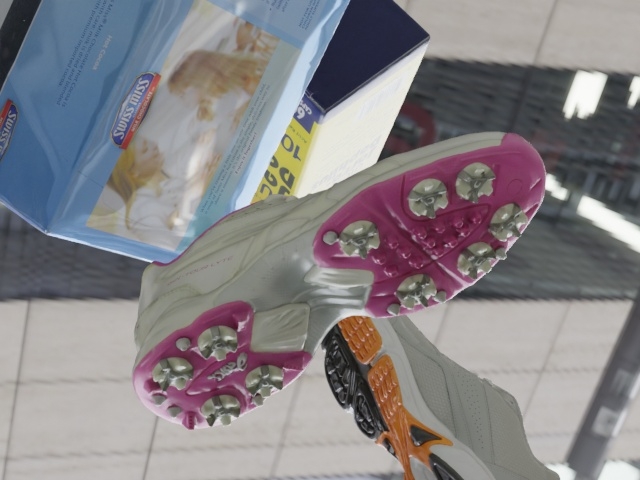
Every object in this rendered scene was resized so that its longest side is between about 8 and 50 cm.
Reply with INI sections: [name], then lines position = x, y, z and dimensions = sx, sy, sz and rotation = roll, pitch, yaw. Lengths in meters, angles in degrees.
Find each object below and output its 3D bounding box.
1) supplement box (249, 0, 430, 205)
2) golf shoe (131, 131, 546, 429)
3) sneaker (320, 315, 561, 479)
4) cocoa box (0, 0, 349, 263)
[supplement box]
position = -0.029, -0.176, 1.713
dimensions = 0.195, 0.356, 0.194
rotation = -38, -105, -28
[golf shoe]
position = 0.000, 0.000, 0.885
dimensions = 0.306, 0.115, 0.140
rotation = -29, -142, 4
[sneaker]
position = 0.101, 0.138, 1.125
dimensions = 0.121, 0.099, 0.262
rotation = -18, -112, -36
[cocoa box]
position = -0.164, -0.177, 1.220
dimensions = 0.228, 0.347, 0.231
rotation = 31, -172, 36
